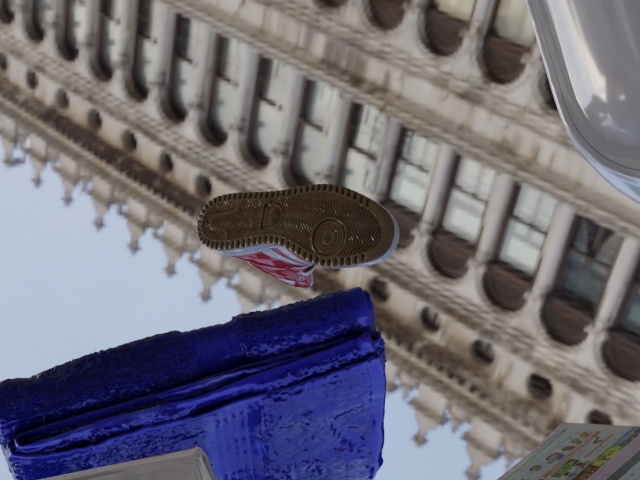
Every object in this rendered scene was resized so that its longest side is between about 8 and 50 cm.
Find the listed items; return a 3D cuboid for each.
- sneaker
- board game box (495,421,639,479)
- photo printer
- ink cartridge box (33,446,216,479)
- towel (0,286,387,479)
[{"bbox_3d":[0.000,0.000,0.556,0.118,0.042,0.067,5,166,35],"label":"sneaker"},{"bbox_3d":[0.292,0.295,1.122,0.224,0.098,0.303,-32,-173,-23],"label":"board game box"},{"bbox_3d":[0.191,-0.162,0.615,0.107,0.308,0.256,-19,172,30],"label":"photo printer"},{"bbox_3d":[-0.224,0.228,0.373,0.394,0.166,0.285,-25,169,9],"label":"ink cartridge box"},{"bbox_3d":[-0.094,0.166,0.863,0.308,0.228,0.076,-14,-138,-11],"label":"towel"}]
